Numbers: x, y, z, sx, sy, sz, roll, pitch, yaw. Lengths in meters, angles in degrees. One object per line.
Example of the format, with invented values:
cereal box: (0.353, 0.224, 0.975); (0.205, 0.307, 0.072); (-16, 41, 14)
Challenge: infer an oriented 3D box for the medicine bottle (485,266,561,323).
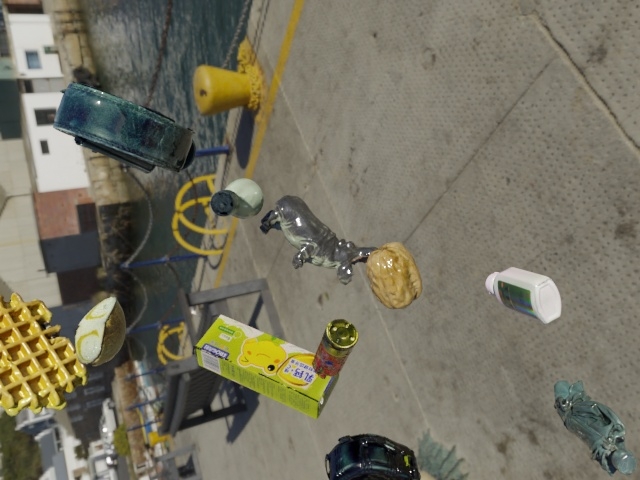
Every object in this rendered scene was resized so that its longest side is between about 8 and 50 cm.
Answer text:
medicine bottle: (0.514, 0.132, 1.382); (0.115, 0.078, 0.219); (68, 166, -14)

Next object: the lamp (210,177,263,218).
lamp: (-0.210, -0.101, 1.340); (0.193, 0.106, 0.106); (-31, -66, -73)

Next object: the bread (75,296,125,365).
bread: (-0.477, 0.204, 1.188); (0.083, 0.094, 0.157); (-14, 64, 22)

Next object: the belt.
belt: (-0.355, -0.197, 1.005); (0.206, 0.267, 0.116); (19, 90, 52)

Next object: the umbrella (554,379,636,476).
umbrella: (0.682, 0.467, 1.329); (0.349, 0.094, 0.143); (-71, -36, -85)

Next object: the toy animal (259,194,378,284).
toy animal: (-0.004, 0.016, 1.485); (0.343, 0.168, 0.106); (34, 164, -4)

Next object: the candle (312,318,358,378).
candle: (0.019, 0.173, 0.830); (0.052, 0.052, 0.131); (64, 153, 30)

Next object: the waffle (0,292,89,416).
waffle: (-0.665, 0.244, 1.195); (0.065, 0.309, 0.283); (-47, 30, 38)

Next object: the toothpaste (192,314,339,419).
toothpaste: (-0.124, 0.282, 1.222); (0.327, 0.110, 0.077); (19, 134, 17)

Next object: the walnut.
walnut: (0.105, 0.052, 0.768); (0.082, 0.079, 0.096); (-9, 116, 37)

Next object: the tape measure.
tape measure: (0.104, 0.532, 1.225); (0.199, 0.186, 0.112); (-51, 22, 25)
